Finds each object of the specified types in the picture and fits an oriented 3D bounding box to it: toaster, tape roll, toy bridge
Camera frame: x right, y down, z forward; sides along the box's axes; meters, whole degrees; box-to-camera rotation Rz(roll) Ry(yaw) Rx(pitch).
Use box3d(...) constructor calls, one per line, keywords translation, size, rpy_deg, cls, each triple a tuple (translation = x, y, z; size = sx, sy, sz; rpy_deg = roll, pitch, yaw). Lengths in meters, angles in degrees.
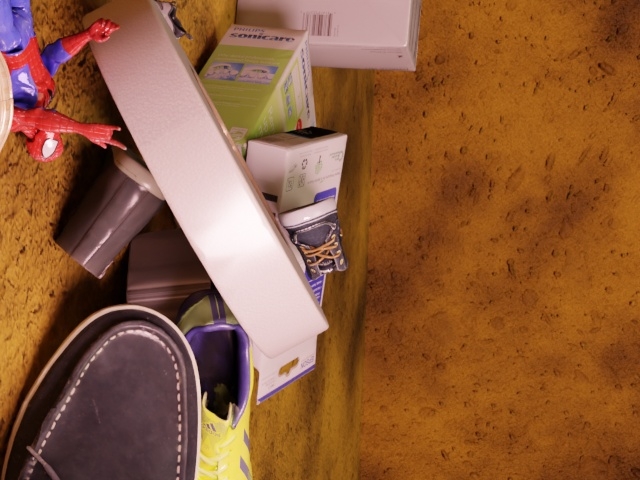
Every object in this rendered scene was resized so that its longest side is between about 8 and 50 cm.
box3d(translation=(-0.157, 0.095, 1.271), size=(0.186, 0.110, 0.168), rpy_deg=(-104, -170, -62), cls="toaster")
box3d(translation=(-0.111, -0.067, 1.115), size=(0.392, 0.072, 0.392), rpy_deg=(62, 0, -1), cls="tape roll")
box3d(translation=(-0.266, -0.105, 0.840), size=(0.026, 0.063, 0.188), rpy_deg=(-52, 144, -71), cls="toy bridge")

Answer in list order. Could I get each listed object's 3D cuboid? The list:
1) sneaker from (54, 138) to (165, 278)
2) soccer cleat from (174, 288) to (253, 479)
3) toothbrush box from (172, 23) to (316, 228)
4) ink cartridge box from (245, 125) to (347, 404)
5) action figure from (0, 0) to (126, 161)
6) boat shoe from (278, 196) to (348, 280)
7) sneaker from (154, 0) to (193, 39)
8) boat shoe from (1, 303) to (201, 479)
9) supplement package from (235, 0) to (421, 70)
box3d(translation=(-0.216, -0.034, 1.139), size=(0.118, 0.083, 0.222), rpy_deg=(-51, -172, -1), cls="sneaker")
box3d(translation=(-0.113, 0.194, 1.153), size=(0.121, 0.093, 0.289), rpy_deg=(-129, -142, -71), cls="soccer cleat")
box3d(translation=(-0.100, -0.131, 1.498), size=(0.283, 0.122, 0.206), rpy_deg=(-69, 160, -48), cls="toothbrush box")
box3d(translation=(-0.047, 0.028, 1.418), size=(0.165, 0.065, 0.333), rpy_deg=(-22, 123, -61), cls="ink cartridge box")
box3d(translation=(-0.218, -0.177, 0.891), size=(0.091, 0.139, 0.280), rpy_deg=(-72, 164, -49), cls="action figure")
box3d(translation=(0.000, 0.000, 1.269), size=(0.183, 0.065, 0.083), rpy_deg=(6, 67, -84), cls="boat shoe")
box3d(translation=(-0.176, -0.222, 1.248), size=(0.038, 0.069, 0.098), rpy_deg=(-51, 143, -71), cls="sneaker")
box3d(translation=(-0.200, 0.272, 0.944), size=(0.156, 0.186, 0.500), rpy_deg=(-41, -152, 53), cls="boat shoe")
box3d(translation=(0.019, -0.378, 1.699), size=(0.145, 0.261, 0.204), rpy_deg=(27, 68, -77), cls="supplement package")
